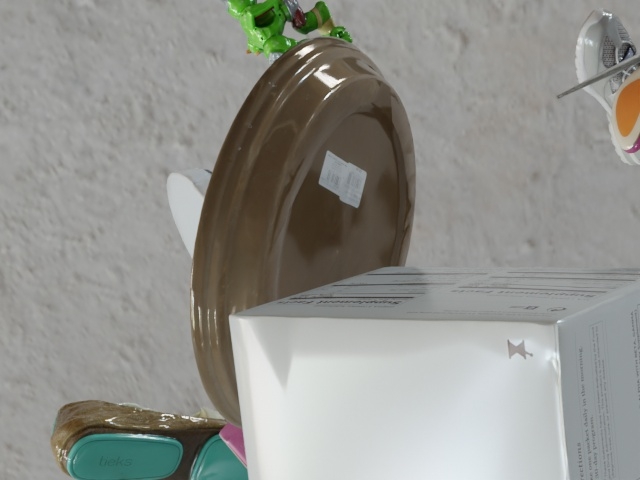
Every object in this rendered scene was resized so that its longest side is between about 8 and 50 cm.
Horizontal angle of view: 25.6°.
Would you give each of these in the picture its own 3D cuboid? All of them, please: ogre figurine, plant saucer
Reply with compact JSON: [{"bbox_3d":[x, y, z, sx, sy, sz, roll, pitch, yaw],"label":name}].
[{"bbox_3d":[-0.055,-0.309,1.933,0.118,0.097,0.197,-28,84,-23],"label":"ogre figurine"},{"bbox_3d":[0.000,0.000,0.968,0.041,0.278,0.278,13,60,26],"label":"plant saucer"}]

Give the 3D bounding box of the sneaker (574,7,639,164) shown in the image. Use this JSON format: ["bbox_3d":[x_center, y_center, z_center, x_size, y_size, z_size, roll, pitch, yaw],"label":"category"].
[{"bbox_3d":[0.457,-0.221,2.014,0.115,0.281,0.105,11,58,45],"label":"sneaker"}]

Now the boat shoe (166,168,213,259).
[{"bbox_3d":[-0.040,-0.010,1.276,0.102,0.108,0.301,-22,22,-25],"label":"boat shoe"}]

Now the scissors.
[{"bbox_3d":[0.324,-0.181,1.241,0.109,0.021,0.297,-1,21,44],"label":"scissors"}]

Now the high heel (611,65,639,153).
[{"bbox_3d":[0.453,-0.202,1.831,0.082,0.117,0.244,-24,44,51],"label":"high heel"}]

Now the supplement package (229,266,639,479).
[{"bbox_3d":[0.084,0.154,0.756,0.204,0.145,0.262,-1,98,39],"label":"supplement package"}]

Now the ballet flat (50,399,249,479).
[{"bbox_3d":[-0.175,0.252,1.729,0.342,0.116,0.124,12,22,-30],"label":"ballet flat"}]

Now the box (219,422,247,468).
[{"bbox_3d":[0.062,0.242,1.269,0.117,0.243,0.213,-46,39,-2],"label":"box"}]
